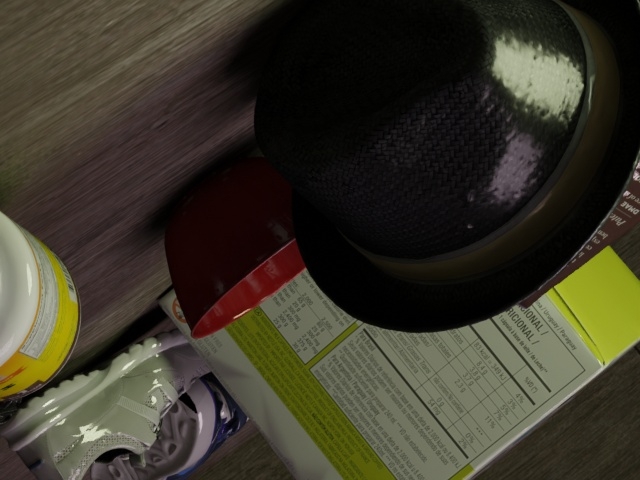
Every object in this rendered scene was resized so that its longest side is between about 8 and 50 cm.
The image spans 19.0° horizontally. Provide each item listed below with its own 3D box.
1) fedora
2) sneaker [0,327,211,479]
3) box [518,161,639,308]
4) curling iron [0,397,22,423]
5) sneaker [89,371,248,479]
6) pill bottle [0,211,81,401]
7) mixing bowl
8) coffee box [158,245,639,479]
[{"bbox_3d":[0.068,-0.095,1.371,0.152,0.334,0.334,25,123,-41],"label":"fedora"},{"bbox_3d":[-0.201,0.176,1.960,0.281,0.115,0.105,-27,179,-40],"label":"sneaker"},{"bbox_3d":[0.164,-0.090,1.520,0.167,0.168,0.203,28,123,-37],"label":"box"},{"bbox_3d":[-0.364,0.189,1.671,0.274,0.035,0.068,-31,165,-44],"label":"curling iron"},{"bbox_3d":[-0.149,0.184,2.306,0.236,0.130,0.323,-44,172,-36],"label":"sneaker"},{"bbox_3d":[-0.222,0.037,1.187,0.117,0.117,0.215,-38,171,-3],"label":"pill bottle"},{"bbox_3d":[-0.068,-0.008,1.660,0.181,0.098,0.181,-37,171,-7],"label":"mixing bowl"},{"bbox_3d":[0.109,0.073,2.009,0.334,0.338,0.337,-42,171,19],"label":"coffee box"}]
